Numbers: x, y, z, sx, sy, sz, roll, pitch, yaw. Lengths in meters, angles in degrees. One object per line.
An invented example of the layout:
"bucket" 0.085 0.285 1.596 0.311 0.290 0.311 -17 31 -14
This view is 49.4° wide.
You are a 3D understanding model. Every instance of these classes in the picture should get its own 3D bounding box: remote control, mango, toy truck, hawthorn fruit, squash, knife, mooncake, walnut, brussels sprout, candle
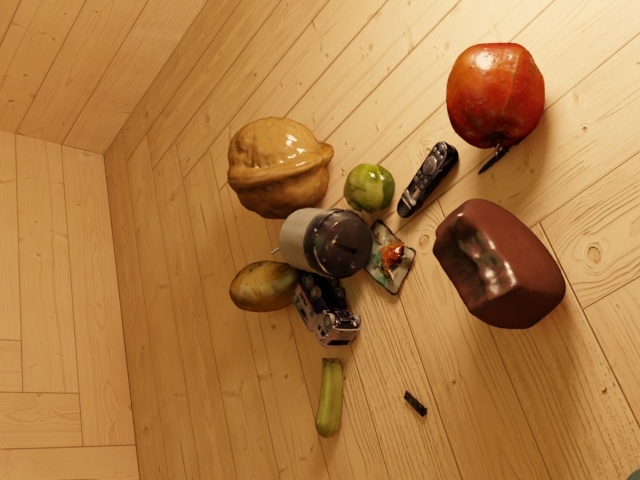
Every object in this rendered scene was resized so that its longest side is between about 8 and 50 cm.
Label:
"remote control" 0.312 -0.170 2.026 0.265 0.066 0.090 -57 30 31
"mango" -0.176 0.164 2.468 0.330 0.176 0.176 -3 111 31
"toy truck" 0.013 0.233 2.238 0.155 0.125 0.268 -63 39 30
"hawthorn fruit" 0.438 -0.337 1.741 0.254 0.254 0.300 -29 45 44
"squash" 0.030 0.492 2.187 0.083 0.083 0.250 -10 71 50
"knife" 0.481 -0.230 1.864 0.170 0.010 0.023 -45 44 37
"mooncake" 0.412 0.066 1.644 0.326 0.334 0.174 43 124 2
"walnut" -0.140 -0.244 2.397 0.384 0.384 0.383 -16 69 48
"remote control" 0.267 0.456 1.953 0.091 0.016 0.034 40 128 48
"brussels sprout" 0.152 -0.169 2.165 0.183 0.131 0.145 36 131 48
"candle" 0.000 0.000 2.224 0.343 0.222 0.221 12 90 59

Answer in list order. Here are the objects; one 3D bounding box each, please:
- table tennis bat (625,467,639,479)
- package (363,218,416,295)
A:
"table tennis bat" 0.676 0.577 1.408 0.149 0.038 0.237 3 80 50
"package" 0.195 0.050 2.124 0.232 0.040 0.166 46 117 47
